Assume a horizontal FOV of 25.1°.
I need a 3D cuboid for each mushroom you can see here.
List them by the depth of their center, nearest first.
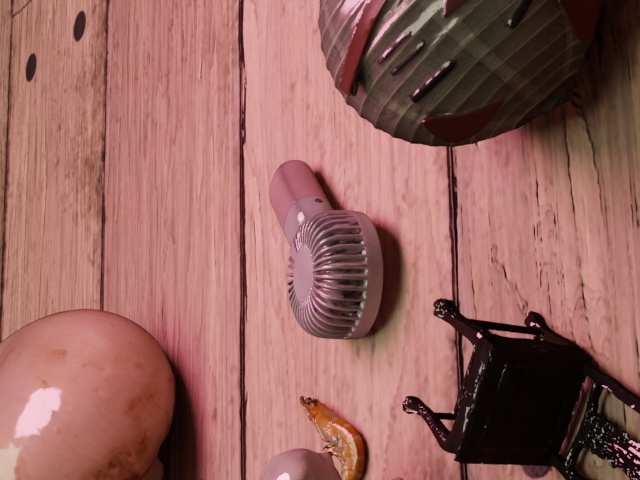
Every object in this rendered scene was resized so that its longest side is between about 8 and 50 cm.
[{"bbox_3d":[-0.310,0.265,1.773,0.362,0.294,0.362,-41,24,23],"label":"mushroom"}]

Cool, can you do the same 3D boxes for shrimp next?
[{"bbox_3d":[0.004,0.210,1.466,0.127,0.025,0.091,51,127,46],"label":"shrimp"}]

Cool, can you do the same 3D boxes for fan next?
[{"bbox_3d":[0.000,0.000,1.484,0.244,0.074,0.130,-115,33,-48],"label":"fan"}]

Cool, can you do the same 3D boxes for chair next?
[{"bbox_3d":[0.176,0.140,1.133,0.229,0.113,0.106,40,119,58],"label":"chair"}]

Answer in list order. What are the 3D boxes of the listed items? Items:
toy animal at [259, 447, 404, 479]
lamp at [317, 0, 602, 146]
[{"bbox_3d":[0.013,0.353,1.286,0.272,0.206,0.265,-50,53,12],"label":"toy animal"},{"bbox_3d":[0.120,-0.194,1.191,0.265,0.233,0.233,-49,44,26],"label":"lamp"}]
